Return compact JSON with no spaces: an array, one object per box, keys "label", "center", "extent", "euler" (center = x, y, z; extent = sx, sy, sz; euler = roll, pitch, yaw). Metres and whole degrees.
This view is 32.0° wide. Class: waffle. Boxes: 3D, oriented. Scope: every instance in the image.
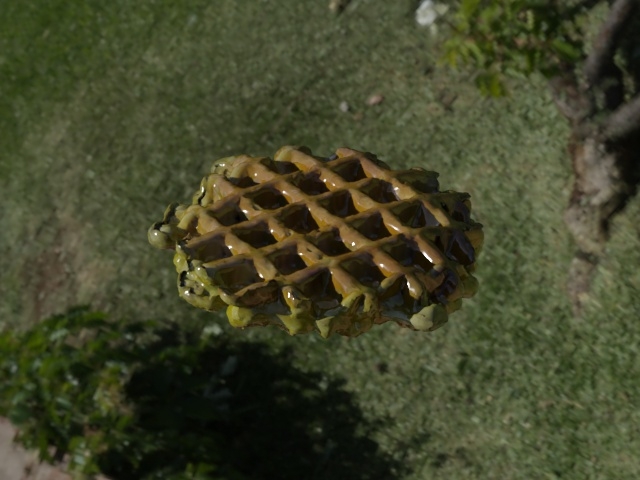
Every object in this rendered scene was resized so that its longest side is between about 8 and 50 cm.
[{"label":"waffle","center":[0.000,0.000,0.814],"extent":[0.238,0.243,0.058],"euler":[-79,-4,-59]}]
